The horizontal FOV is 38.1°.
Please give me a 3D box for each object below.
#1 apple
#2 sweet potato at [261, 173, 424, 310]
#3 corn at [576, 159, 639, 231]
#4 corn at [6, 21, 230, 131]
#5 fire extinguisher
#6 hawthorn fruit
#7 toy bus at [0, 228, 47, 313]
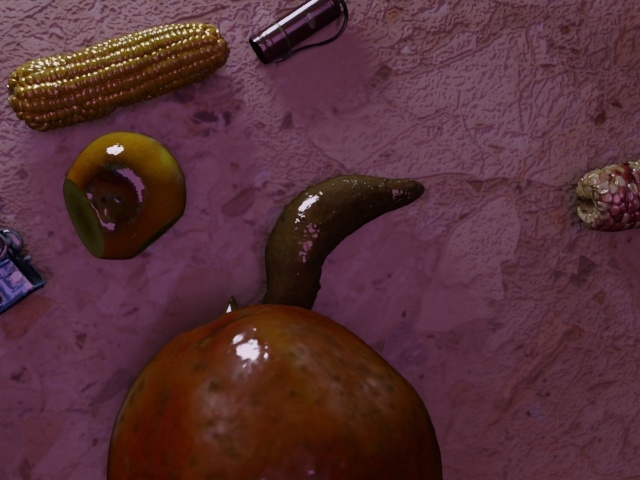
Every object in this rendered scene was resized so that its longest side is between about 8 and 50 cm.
[{"bbox_3d":[-0.253,-0.059,1.177,0.163,0.147,0.146,-40,96,-4],"label":"apple"},{"bbox_3d":[-0.003,0.000,1.245,0.310,0.098,0.124,-48,120,-7],"label":"sweet potato"},{"bbox_3d":[0.504,-0.077,1.323,0.289,0.098,0.098,-12,93,-12],"label":"corn"},{"bbox_3d":[-0.258,-0.215,1.202,0.291,0.101,0.101,-18,94,-12],"label":"corn"},{"bbox_3d":[-0.018,-0.293,1.263,0.157,0.045,0.078,-36,124,-7],"label":"fire extinguisher"},{"bbox_3d":[-0.061,0.247,1.119,0.402,0.403,0.403,0,92,-9],"label":"hawthorn fruit"},{"bbox_3d":[-0.488,-0.024,1.165,0.131,0.106,0.297,-39,95,-4],"label":"toy bus"}]
